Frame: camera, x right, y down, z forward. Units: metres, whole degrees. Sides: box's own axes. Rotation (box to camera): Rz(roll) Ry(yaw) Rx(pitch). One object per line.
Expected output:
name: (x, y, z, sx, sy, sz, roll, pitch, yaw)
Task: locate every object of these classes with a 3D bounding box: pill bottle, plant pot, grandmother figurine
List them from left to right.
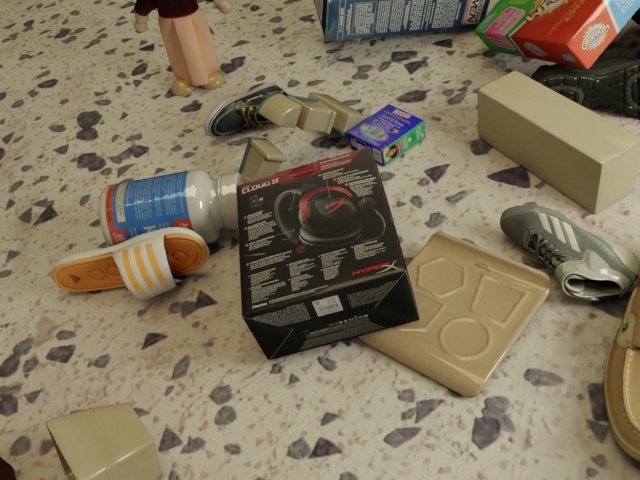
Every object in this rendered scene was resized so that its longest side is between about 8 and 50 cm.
plant pot: (-0.254, 0.262, 0.822, 0.096, 0.109, 0.109, -24, 43, -28)
pill bottle: (-0.233, -0.048, 1.110, 0.222, 0.124, 0.124, -10, 44, 5)
grandmother figurine: (-0.286, -0.470, 1.391, 0.208, 0.342, 0.104, -17, 44, -2)

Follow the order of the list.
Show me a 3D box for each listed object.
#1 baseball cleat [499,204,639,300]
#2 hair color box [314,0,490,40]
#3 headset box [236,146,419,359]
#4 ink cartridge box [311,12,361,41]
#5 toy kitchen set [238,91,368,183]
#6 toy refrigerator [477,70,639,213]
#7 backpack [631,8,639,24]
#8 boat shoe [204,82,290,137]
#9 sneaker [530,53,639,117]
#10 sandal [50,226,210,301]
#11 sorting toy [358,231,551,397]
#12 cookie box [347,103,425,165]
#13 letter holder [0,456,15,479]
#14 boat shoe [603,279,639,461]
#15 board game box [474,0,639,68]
baseball cleat: (0.328, 0.014, 0.937, 0.206, 0.072, 0.109, 24, 43, 33)
hair color box: (0.166, -0.530, 1.449, 0.347, 0.105, 0.174, -7, 55, -9)
headset box: (0.000, 0.000, 0.977, 0.218, 0.110, 0.293, -16, 44, 6)
ink cartridge box: (0.074, -0.512, 1.546, 0.104, 0.060, 0.180, 26, 56, 32)
toy kitchen set: (-0.048, -0.182, 1.246, 0.207, 0.166, 0.122, -1, 30, -44)
toy refrigerator: (0.376, -0.166, 1.094, 0.094, 0.102, 0.269, -29, 45, -15)
backpack: (0.685, -0.426, 1.182, 0.290, 0.273, 0.355, 3, 21, -24)
boat shoe: (-0.134, -0.248, 1.329, 0.183, 0.065, 0.083, -35, 46, -22)
sneaker: (0.504, -0.282, 1.182, 0.286, 0.109, 0.130, 2, 40, 13)
sandal: (-0.294, 0.057, 1.047, 0.265, 0.102, 0.076, -14, 45, 12)
sorting toy: (0.181, 0.095, 0.930, 0.193, 0.038, 0.208, 25, 60, 33)
cookie box: (0.120, -0.191, 1.226, 0.107, 0.040, 0.092, -36, 48, -21)
letter holder: (-0.415, 0.340, 0.698, 0.152, 0.214, 0.302, -27, 45, -13)
boat shoe: (0.414, 0.101, 0.807, 0.122, 0.110, 0.341, 10, 49, 23)
board game box: (0.448, -0.441, 1.232, 0.242, 0.064, 0.316, -51, 25, 5)
